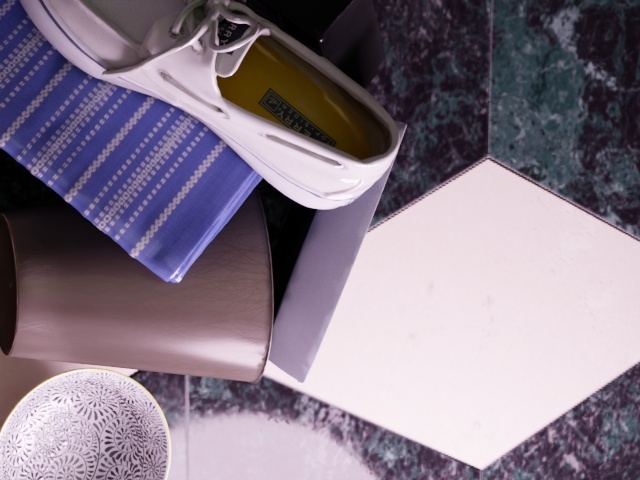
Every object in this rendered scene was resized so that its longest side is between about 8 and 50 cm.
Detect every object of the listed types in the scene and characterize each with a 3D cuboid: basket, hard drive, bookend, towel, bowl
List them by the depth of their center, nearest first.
[{"bbox_3d":[-0.187,-0.148,1.532,0.336,0.040,0.243,40,64,-7],"label":"towel"},{"bbox_3d":[-0.174,0.033,1.582,0.226,0.154,0.204,-1,78,-21],"label":"basket"},{"bbox_3d":[-0.230,0.193,1.615,0.170,0.080,0.170,-4,99,-25],"label":"bowl"},{"bbox_3d":[-0.026,-0.218,1.646,0.157,0.156,0.072,37,78,19],"label":"bookend"},{"bbox_3d":[0.000,0.000,1.653,0.054,0.172,0.255,22,90,-11],"label":"hard drive"}]

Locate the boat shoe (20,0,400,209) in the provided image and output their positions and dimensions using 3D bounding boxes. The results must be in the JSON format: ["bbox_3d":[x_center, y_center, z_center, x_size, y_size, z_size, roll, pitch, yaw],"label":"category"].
[{"bbox_3d":[-0.086,-0.164,1.467,0.367,0.156,0.136,38,65,-8],"label":"boat shoe"}]
